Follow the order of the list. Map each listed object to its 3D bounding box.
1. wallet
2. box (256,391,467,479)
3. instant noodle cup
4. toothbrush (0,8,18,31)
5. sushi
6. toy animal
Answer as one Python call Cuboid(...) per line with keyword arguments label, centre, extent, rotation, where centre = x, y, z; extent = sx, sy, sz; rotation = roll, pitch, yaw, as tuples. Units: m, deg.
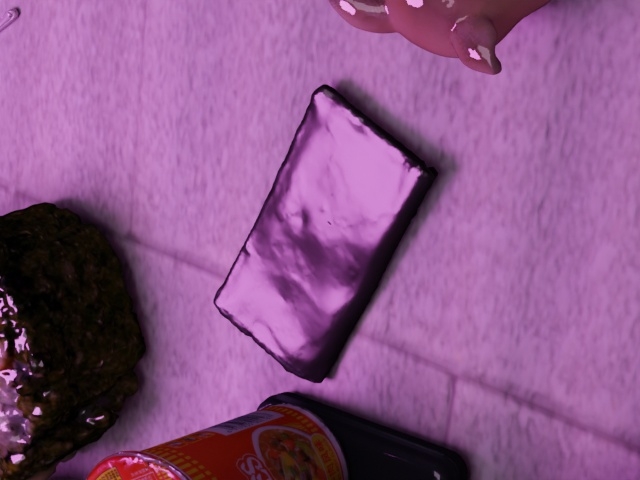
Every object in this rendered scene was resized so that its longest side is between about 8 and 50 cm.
Cuboid(label="wallet", centre=(-0.001, 0.000, 1.500), extent=(0.146, 0.030, 0.285), rotation=(39, 125, 17))
Cuboid(label="box", centre=(0.035, 0.248, 1.539), extent=(0.230, 0.050, 0.160), rotation=(16, 114, 33))
Cuboid(label="instant noodle cup", centre=(-0.086, 0.247, 1.460), extent=(0.193, 0.212, 0.193), rotation=(13, 112, 34))
Cuboid(label="toothbrush", centre=(-0.378, -0.209, 1.723), extent=(0.162, 0.017, 0.014), rotation=(-32, 85, 39))
Cuboid(label="sushi", centre=(-0.365, 0.126, 1.722), extent=(0.352, 0.178, 0.294), rotation=(-18, 95, 41))
Cuboid(label="toy animal", centre=(0.127, -0.266, 1.250), extent=(0.165, 0.149, 0.248), rotation=(26, 108, 45))
